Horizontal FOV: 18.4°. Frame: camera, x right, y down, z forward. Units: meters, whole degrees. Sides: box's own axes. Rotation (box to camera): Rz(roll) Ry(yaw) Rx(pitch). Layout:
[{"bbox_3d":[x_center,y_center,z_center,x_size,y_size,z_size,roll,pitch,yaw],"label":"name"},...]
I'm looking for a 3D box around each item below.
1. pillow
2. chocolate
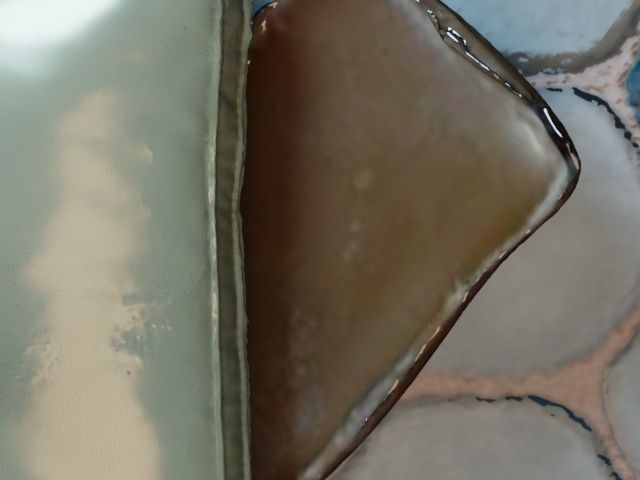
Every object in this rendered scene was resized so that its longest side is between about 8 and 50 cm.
[{"bbox_3d":[-0.148,0.014,0.844,0.255,0.120,0.322,1,100,12],"label":"pillow"},{"bbox_3d":[0.001,-0.001,0.893,0.161,0.083,0.261,47,116,11],"label":"chocolate"}]
